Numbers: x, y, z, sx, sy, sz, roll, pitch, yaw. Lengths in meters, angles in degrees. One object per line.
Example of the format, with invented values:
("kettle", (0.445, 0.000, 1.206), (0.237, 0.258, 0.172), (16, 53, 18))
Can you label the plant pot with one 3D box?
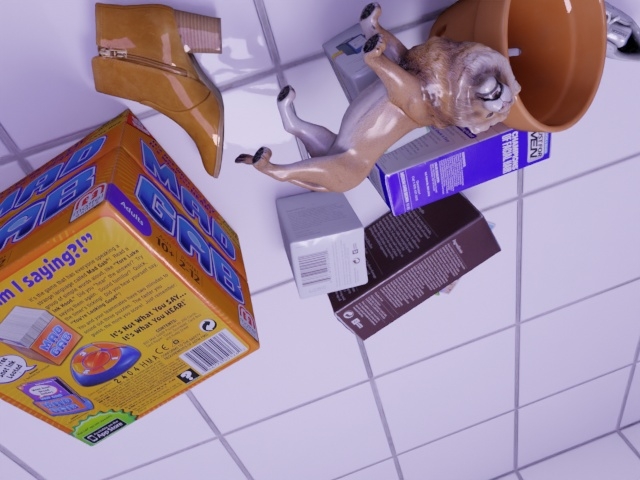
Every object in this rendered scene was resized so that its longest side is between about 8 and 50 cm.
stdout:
("plant pot", (0.328, -0.335, 0.839), (0.291, 0.204, 0.290), (-7, 102, -33))

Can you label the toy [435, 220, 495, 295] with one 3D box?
("toy", (0.359, 0.051, 1.253), (0.137, 0.056, 0.237), (15, 118, -26))

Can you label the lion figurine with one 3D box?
("lion figurine", (0.080, -0.175, 0.718), (0.392, 0.142, 0.240), (-32, 136, 29))

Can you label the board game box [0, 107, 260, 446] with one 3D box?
("board game box", (-0.373, 0.059, 0.845), (0.357, 0.356, 0.356), (-31, 127, 6))

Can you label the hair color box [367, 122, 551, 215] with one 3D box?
("hair color box", (0.265, -0.190, 0.976), (0.339, 0.185, 0.110), (-21, 128, -1))

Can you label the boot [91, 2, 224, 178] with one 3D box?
("boot", (-0.276, -0.250, 0.831), (0.211, 0.104, 0.295), (-2, 119, -10))

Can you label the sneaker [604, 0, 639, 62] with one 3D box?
("sneaker", (0.526, -0.429, 0.924), (0.297, 0.129, 0.111), (9, 123, -21))

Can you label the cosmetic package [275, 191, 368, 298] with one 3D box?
("cosmetic package", (0.000, 0.000, 1.027), (0.152, 0.183, 0.151), (-13, 126, -8))

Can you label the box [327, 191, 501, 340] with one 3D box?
("box", (0.192, 0.039, 1.113), (0.381, 0.191, 0.143), (-36, 127, 10))

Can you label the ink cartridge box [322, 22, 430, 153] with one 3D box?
("ink cartridge box", (0.094, -0.275, 0.846), (0.093, 0.212, 0.154), (-27, 128, 7))
